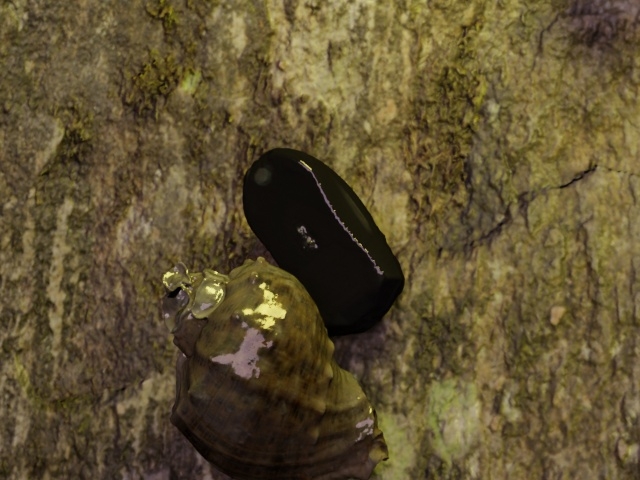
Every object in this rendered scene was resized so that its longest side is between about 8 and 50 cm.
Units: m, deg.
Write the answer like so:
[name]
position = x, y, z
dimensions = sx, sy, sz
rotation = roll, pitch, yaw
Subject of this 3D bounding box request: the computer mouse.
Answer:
[computer mouse]
position = 0.000, 0.000, 1.570
dimensions = 0.122, 0.073, 0.217
rotation = -36, 79, 25

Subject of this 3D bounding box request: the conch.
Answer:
[conch]
position = -0.066, 0.146, 1.490
dimensions = 0.291, 0.159, 0.210
rotation = 46, 100, 11
